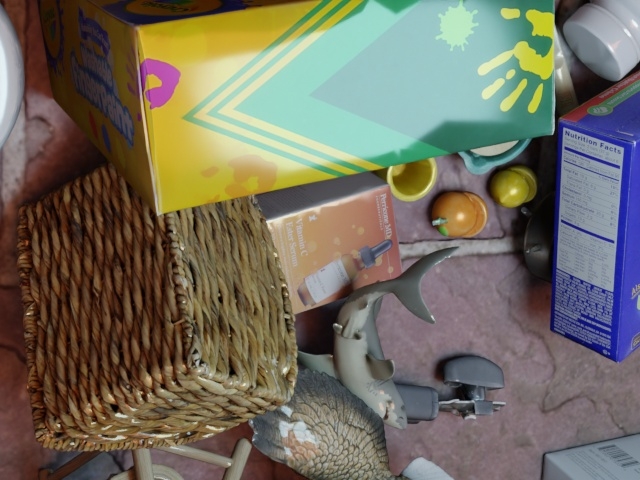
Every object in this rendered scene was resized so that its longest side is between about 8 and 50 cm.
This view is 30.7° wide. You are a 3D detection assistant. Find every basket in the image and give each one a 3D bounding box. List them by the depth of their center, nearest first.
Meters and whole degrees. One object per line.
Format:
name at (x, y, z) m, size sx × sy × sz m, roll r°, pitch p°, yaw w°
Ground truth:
basket at (-0.174, 0.070, 1.261) m, size 0.223 × 0.299 × 0.213 m, roll -28°, pitch 150°, yaw 24°

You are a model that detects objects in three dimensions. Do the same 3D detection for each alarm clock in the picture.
alarm clock at (0.337, 0.003, 1.576) m, size 0.192 × 0.064 × 0.129 m, roll 35°, pitch 82°, yaw -45°

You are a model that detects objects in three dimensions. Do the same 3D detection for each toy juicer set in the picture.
toy juicer set at (0.238, -0.139, 1.475) m, size 0.329 × 0.089 × 0.209 m, roll -48°, pitch 119°, yaw -3°

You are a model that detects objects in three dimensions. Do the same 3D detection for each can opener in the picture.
can opener at (0.123, 0.196, 1.564) m, size 0.283 × 0.076 × 0.095 m, roll 9°, pitch 72°, yaw -26°

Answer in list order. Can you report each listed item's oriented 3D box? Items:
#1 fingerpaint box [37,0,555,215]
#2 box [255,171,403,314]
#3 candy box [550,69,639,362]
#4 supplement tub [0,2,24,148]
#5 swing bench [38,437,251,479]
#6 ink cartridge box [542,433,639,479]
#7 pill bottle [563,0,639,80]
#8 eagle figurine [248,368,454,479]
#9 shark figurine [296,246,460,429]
fingerpaint box at (-0.049, -0.189, 1.129) m, size 0.371 × 0.445 × 0.163 m, roll -13°, pitch 113°, yaw -20°
box at (0.000, 0.000, 1.417) m, size 0.170 × 0.091 × 0.130 m, roll -18°, pitch 114°, yaw -17°
candy box at (0.420, -0.048, 1.502) m, size 0.268 × 0.122 × 0.317 m, roll -29°, pitch 129°, yaw -36°
supplement tub at (-0.392, -0.172, 1.044) m, size 0.207 × 0.338 × 0.207 m, roll -8°, pitch 110°, yaw -22°
swing bench at (-0.210, 0.359, 1.299) m, size 0.165 × 0.253 × 0.255 m, roll 21°, pitch 53°, yaw -28°
ink cartridge box at (0.510, 0.387, 1.698) m, size 0.307 × 0.223 × 0.129 m, roll -7°, pitch 111°, yaw -22°
pill bottle at (0.428, -0.320, 1.470) m, size 0.245 × 0.136 × 0.136 m, roll -43°, pitch 119°, yaw -5°
eagle figurine at (0.037, 0.304, 1.375) m, size 0.298 × 0.226 × 0.225 m, roll 76°, pitch 34°, yaw -56°
shark figurine at (0.067, 0.094, 1.415) m, size 0.116 × 0.166 × 0.278 m, roll -51°, pitch 161°, yaw -42°
